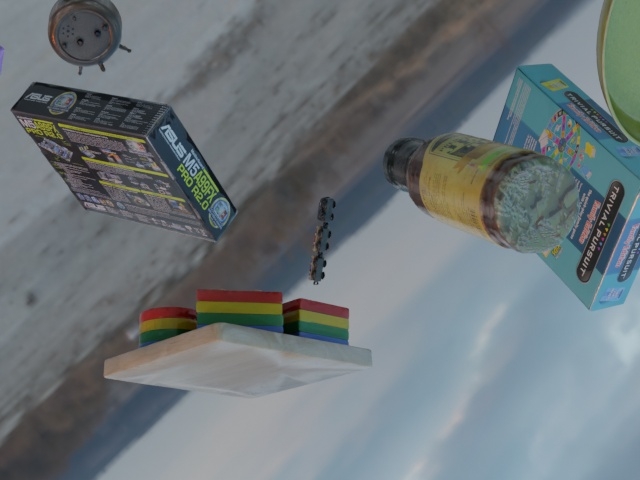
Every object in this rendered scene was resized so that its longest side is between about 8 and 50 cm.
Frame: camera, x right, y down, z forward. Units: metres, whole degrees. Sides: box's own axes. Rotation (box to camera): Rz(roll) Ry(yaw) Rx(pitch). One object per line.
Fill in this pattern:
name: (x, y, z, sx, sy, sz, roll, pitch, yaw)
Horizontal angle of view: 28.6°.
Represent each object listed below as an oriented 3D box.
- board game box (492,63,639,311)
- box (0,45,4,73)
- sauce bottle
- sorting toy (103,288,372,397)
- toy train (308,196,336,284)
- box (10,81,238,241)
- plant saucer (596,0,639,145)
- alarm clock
board game box: (0.405, -0.091, 2.032, 0.079, 0.336, 0.254, -9, 132, -29)
box: (-0.621, -0.243, 1.769, 0.293, 0.201, 0.057, -46, 165, -44)
sauce bottle: (0.167, -0.068, 1.454, 0.111, 0.111, 0.344, -44, -157, -9)
sorting toy: (-0.110, 0.131, 1.653, 0.255, 0.089, 0.257, 14, 156, -40)
toy train: (0.000, 0.000, 2.202, 0.036, 0.027, 0.158, 28, -68, 59)
box: (-0.268, -0.108, 1.719, 0.270, 0.216, 0.060, 13, -123, 36)
plant saucer: (0.327, -0.199, 1.125, 0.241, 0.241, 0.037, -44, -140, -12)
alarm clock: (-0.425, -0.387, 2.212, 0.129, 0.192, 0.064, -24, -150, 7)
